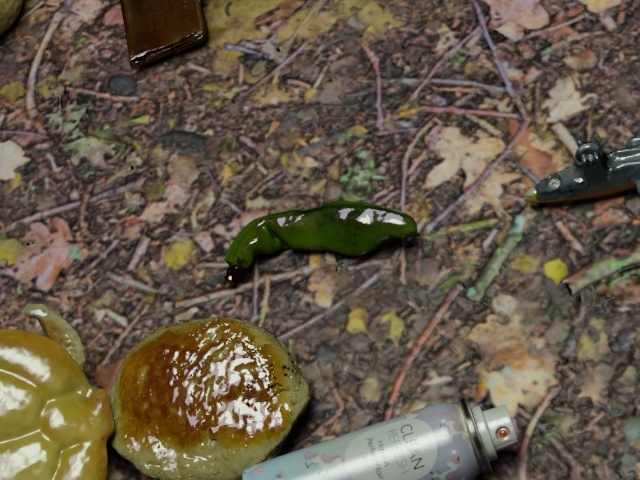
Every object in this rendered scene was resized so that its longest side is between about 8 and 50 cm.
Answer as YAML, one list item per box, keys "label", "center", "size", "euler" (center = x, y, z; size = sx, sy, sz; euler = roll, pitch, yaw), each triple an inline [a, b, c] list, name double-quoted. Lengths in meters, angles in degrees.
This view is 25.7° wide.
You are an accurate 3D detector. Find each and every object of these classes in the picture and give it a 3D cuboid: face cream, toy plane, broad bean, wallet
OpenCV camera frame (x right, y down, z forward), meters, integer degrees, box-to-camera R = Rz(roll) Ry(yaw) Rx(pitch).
- label: "face cream"
  center: [0.052, 0.190, 1.179]
  size: [0.229, 0.075, 0.075]
  euler: [-20, 56, 2]
- label: "toy plane"
  center: [0.335, -0.090, 1.260]
  size: [0.316, 0.103, 0.204]
  euler: [-11, 57, 8]
- label: "broad bean"
  center: [-0.004, -0.007, 1.335]
  size: [0.195, 0.046, 0.061]
  euler: [-15, 68, 12]
- label: "wallet"
  center: [-0.179, -0.269, 1.559]
  size: [0.095, 0.026, 0.176]
  euler: [-20, 51, 4]

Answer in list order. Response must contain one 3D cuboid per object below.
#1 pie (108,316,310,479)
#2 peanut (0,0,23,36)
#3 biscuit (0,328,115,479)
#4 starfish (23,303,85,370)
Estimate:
- label: "pie"
  center: [-0.104, 0.142, 1.253]
  size: [0.193, 0.079, 0.163]
  euler: [-6, 61, 12]
- label: "peanut"
  center: [-0.384, -0.303, 1.604]
  size: [0.104, 0.085, 0.228]
  euler: [-13, 57, 19]
- label: "biscuit"
  center: [-0.306, 0.184, 1.209]
  size: [0.260, 0.041, 0.203]
  euler: [-14, 81, -12]
- label: "starfish"
  center: [-0.449, 0.080, 1.293]
  size: [0.432, 0.082, 0.324]
  euler: [33, 70, 17]
